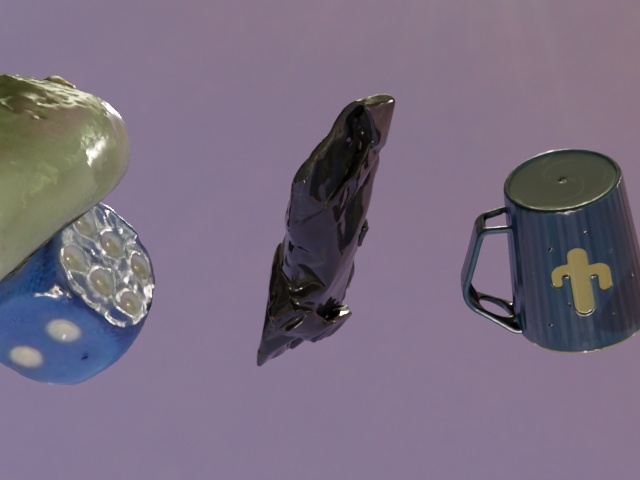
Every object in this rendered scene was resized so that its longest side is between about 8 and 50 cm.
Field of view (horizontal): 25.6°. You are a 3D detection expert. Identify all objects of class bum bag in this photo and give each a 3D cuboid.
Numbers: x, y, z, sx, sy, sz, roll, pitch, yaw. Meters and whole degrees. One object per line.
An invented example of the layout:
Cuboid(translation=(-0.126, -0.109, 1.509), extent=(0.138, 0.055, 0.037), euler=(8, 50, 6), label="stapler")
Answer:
Cuboid(translation=(0.000, 0.000, 1.268), extent=(0.074, 0.310, 0.137), euler=(28, -135, 19), label="bum bag")

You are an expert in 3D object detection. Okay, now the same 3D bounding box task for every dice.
Cuboid(translation=(-0.262, 0.050, 1.411), extent=(0.146, 0.143, 0.146), euler=(-28, -142, 32), label="dice")

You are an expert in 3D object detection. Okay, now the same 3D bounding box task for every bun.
Cuboid(translation=(-0.300, -0.045, 1.108), extent=(0.293, 0.187, 0.293), euler=(-40, -171, 8), label="bun")

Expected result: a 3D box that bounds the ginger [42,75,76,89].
Cuboid(translation=(-0.298, -0.107, 1.356), extent=(0.096, 0.067, 0.165), euler=(-9, -154, 18), label="ginger")

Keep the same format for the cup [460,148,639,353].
Cuboid(translation=(0.215, 0.010, 1.316), extent=(0.176, 0.155, 0.131), euler=(-10, -148, 6), label="cup")
